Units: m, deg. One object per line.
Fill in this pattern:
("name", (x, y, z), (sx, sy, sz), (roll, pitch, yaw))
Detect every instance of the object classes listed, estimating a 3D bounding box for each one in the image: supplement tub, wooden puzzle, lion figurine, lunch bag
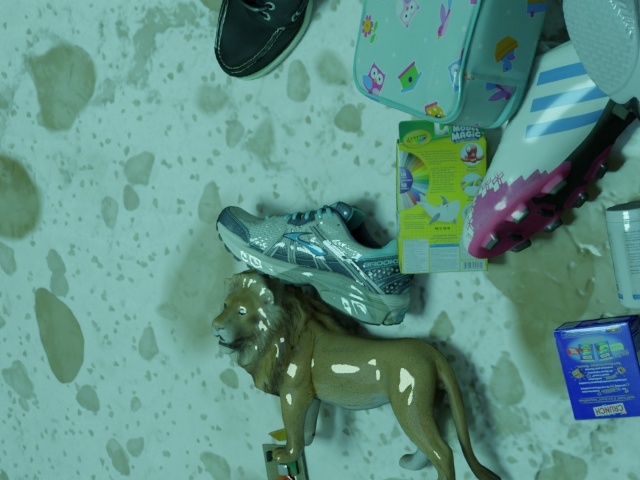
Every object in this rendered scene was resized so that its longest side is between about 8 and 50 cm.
("supplement tub", (0.343, 0.014, 1.170), (0.071, 0.071, 0.107), (-5, 99, 36))
("wooden puzzle", (-0.052, 0.321, 1.565), (0.079, 0.014, 0.116), (-11, 95, 37))
("lion figurine", (0.046, 0.171, 1.402), (0.392, 0.142, 0.240), (7, 98, 20))
("lunch bag", (0.139, -0.271, 1.187), (0.224, 0.108, 0.279), (30, 111, 54))

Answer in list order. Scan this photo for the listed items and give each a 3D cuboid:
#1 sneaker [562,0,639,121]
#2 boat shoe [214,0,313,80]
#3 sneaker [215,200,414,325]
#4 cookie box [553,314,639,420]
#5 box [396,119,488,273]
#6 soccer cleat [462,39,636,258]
("sneaker", (0.391, -0.128, 1.006), (0.366, 0.210, 0.137), (59, 169, -5))
("boat shoe", (-0.057, -0.331, 1.341), (0.127, 0.113, 0.340), (50, 125, 13))
("sneaker", (0.000, 0.000, 1.407), (0.283, 0.110, 0.122), (24, 103, 21))
("cookie box", (0.319, 0.143, 1.238), (0.092, 0.040, 0.107), (-11, 95, 37))
("box", (0.140, -0.053, 1.287), (0.105, 0.043, 0.179), (-2, 104, 2))
("soccer cleat", (0.250, -0.125, 1.190), (0.331, 0.116, 0.143), (-51, 58, 29))
